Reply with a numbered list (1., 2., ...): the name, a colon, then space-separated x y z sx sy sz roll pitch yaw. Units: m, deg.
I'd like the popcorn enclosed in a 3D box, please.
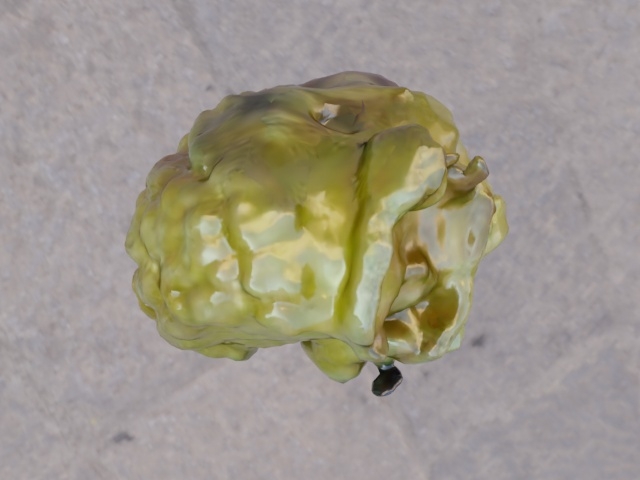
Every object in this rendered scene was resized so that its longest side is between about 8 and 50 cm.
1. popcorn: 0.001 -0.002 0.717 0.218 0.189 0.169 -34 130 -47
